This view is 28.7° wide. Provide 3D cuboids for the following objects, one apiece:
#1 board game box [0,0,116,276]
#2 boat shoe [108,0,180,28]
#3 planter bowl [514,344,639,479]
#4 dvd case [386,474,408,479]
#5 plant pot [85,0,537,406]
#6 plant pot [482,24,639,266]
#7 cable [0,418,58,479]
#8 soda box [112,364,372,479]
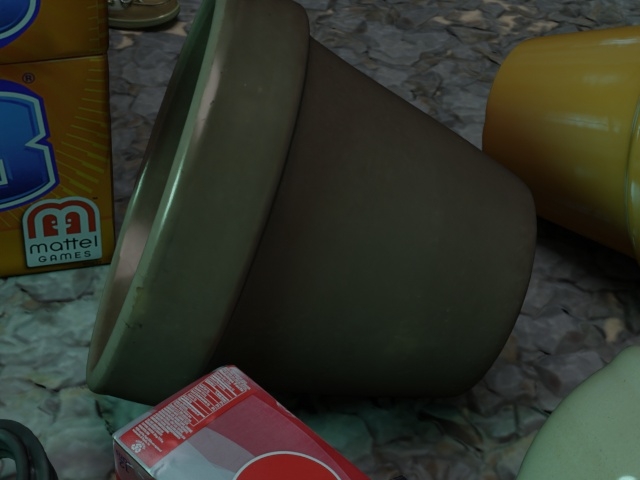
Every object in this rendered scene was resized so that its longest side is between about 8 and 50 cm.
[{"bbox_3d":[-0.351,-0.205,0.873,0.356,0.356,0.356,-8,41,-15],"label":"board game box"},{"bbox_3d":[-0.204,-0.236,1.163,0.153,0.048,0.056,17,41,14],"label":"boat shoe"},{"bbox_3d":[0.164,0.152,0.670,0.109,0.162,0.162,-31,45,1],"label":"planter bowl"},{"bbox_3d":[-0.013,0.221,0.658,0.221,0.018,0.164,-15,44,-22],"label":"dvd case"},{"bbox_3d":[0.000,0.000,0.778,0.229,0.263,0.263,19,38,-12],"label":"plant pot"},{"bbox_3d":[0.230,-0.076,0.915,0.188,0.205,0.205,14,38,34],"label":"plant pot"},{"bbox_3d":[-0.133,0.205,0.631,0.139,0.072,0.287,-40,43,-19],"label":"cable"},{"bbox_3d":[0.011,0.179,0.620,0.083,0.092,0.263,-33,56,-32],"label":"soda box"}]
